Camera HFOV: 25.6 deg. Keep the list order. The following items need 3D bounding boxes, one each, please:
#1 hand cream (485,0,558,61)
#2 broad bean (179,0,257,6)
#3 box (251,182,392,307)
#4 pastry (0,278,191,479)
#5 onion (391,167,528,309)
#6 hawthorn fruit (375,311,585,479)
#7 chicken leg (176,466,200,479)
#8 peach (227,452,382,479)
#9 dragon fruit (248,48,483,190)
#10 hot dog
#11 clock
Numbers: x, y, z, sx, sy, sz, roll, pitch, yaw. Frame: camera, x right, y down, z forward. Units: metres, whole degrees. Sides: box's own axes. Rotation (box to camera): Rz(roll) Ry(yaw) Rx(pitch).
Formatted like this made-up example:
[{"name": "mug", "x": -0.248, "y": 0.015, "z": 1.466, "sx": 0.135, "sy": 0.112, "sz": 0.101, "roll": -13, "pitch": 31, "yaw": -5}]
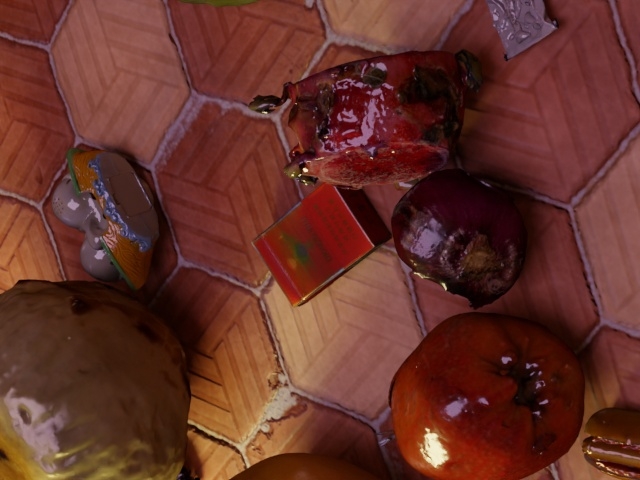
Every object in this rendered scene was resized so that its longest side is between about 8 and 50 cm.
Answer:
[{"name": "hand cream", "x": 0.188, "y": -0.338, "z": 1.613, "sx": 0.084, "sy": 0.050, "sz": 0.257, "roll": -27, "pitch": 94, "yaw": 41}, {"name": "broad bean", "x": -0.136, "y": -0.365, "z": 1.835, "sx": 0.174, "sy": 0.082, "sz": 0.124, "roll": -5, "pitch": 102, "yaw": 28}, {"name": "box", "x": 0.000, "y": 0.000, "z": 1.859, "sx": 0.175, "sy": 0.048, "sz": 0.112, "roll": -37, "pitch": 83, "yaw": 38}, {"name": "pastry", "x": -0.353, "y": 0.230, "z": 2.029, "sx": 0.388, "sy": 0.312, "sz": 0.388, "roll": 34, "pitch": 143, "yaw": 31}, {"name": "onion", "x": 0.162, "y": -0.027, "z": 1.680, "sx": 0.135, "sy": 0.173, "sz": 0.198, "roll": -55, "pitch": 34, "yaw": 19}, {"name": "hawthorn fruit", "x": 0.173, "y": 0.202, "z": 1.700, "sx": 0.299, "sy": 0.211, "sz": 0.211, "roll": -32, "pitch": 84, "yaw": 46}, {"name": "chicken leg", "x": -0.255, "y": 0.436, "z": 2.193, "sx": 0.106, "sy": 0.051, "sz": 0.253, "roll": 29, "pitch": 123, "yaw": 21}, {"name": "peach", "x": -0.031, "y": 0.420, "z": 1.886, "sx": 0.308, "sy": 0.289, "sz": 0.289, "roll": -171, "pitch": 65, "yaw": -76}, {"name": "dragon fruit", "x": 0.061, "y": -0.132, "z": 1.664, "sx": 0.282, "sy": 0.211, "sz": 0.147, "roll": -11, "pitch": 87, "yaw": 10}, {"name": "hot dog", "x": 0.412, "y": 0.251, "z": 1.620, "sx": 0.236, "sy": 0.062, "sz": 0.092, "roll": 6, "pitch": 104, "yaw": 35}, {"name": "clock", "x": -0.315, "y": -0.030, "z": 2.055, "sx": 0.144, "sy": 0.103, "sz": 0.231, "roll": -33, "pitch": 81, "yaw": 40}]
